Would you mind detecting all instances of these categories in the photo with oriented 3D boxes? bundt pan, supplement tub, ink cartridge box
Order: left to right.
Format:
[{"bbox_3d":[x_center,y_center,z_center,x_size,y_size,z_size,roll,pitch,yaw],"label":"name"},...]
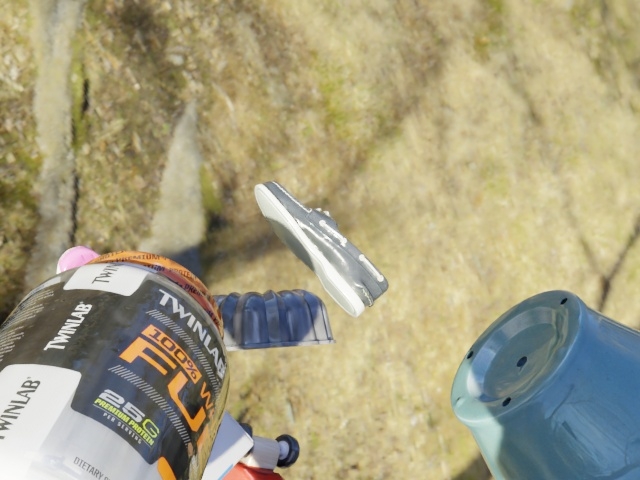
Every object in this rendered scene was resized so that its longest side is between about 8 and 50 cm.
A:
[{"bbox_3d":[-0.189,0.153,0.753,0.207,0.207,0.338,58,19,-19],"label":"supplement tub"},{"bbox_3d":[-0.195,0.314,1.224,0.082,0.190,0.139,49,27,2],"label":"ink cartridge box"},{"bbox_3d":[-0.132,0.174,2.043,0.330,0.330,0.124,4,80,-56],"label":"bundt pan"}]

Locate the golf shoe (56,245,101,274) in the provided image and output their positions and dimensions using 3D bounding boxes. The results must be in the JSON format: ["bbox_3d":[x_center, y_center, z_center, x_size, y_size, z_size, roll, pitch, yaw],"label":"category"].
[{"bbox_3d":[-0.377,0.125,1.561,0.115,0.140,0.306,-37,135,-27],"label":"golf shoe"}]

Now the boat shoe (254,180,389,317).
[{"bbox_3d":[0.000,0.000,1.721,0.091,0.114,0.303,-38,86,-17],"label":"boat shoe"}]

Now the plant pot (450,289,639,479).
[{"bbox_3d":[0.289,0.200,1.026,0.255,0.271,0.272,43,39,-16],"label":"plant pot"}]

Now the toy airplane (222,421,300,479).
[{"bbox_3d":[-0.084,0.516,1.542,0.386,0.272,0.384,36,9,-1],"label":"toy airplane"}]
